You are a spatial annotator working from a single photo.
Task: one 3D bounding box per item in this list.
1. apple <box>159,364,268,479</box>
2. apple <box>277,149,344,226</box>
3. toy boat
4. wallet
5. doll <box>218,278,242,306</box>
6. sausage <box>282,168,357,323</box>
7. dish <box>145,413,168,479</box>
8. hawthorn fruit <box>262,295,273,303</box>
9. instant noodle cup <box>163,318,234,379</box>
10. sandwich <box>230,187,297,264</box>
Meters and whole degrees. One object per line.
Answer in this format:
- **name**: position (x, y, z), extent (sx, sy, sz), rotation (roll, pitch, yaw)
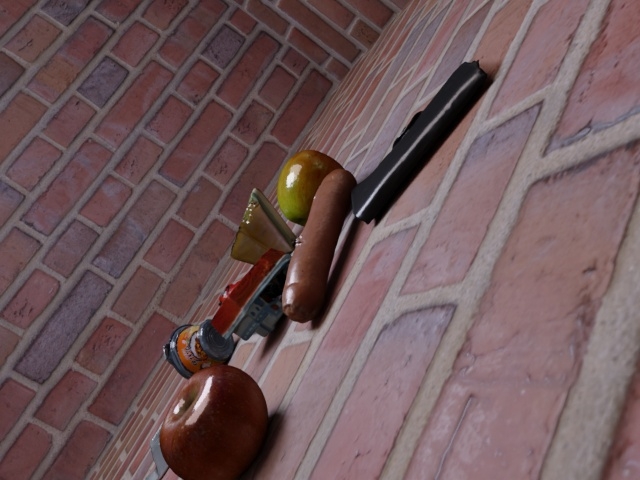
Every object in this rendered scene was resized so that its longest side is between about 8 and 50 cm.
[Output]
- **apple**: position (-0.173, 0.317, 0.976), extent (0.201, 0.162, 0.201), rotation (-41, 23, 22)
- **apple**: position (-0.021, -0.125, 1.472), extent (0.196, 0.196, 0.196), rotation (-53, 12, 16)
- **toy boat**: position (-0.129, 0.126, 1.419), extent (0.145, 0.133, 0.332), rotation (-54, 0, 33)
- **wallet**: position (0.194, -0.206, 1.171), extent (0.377, 0.051, 0.197), rotation (-50, 11, 19)
- **doll**: position (-0.282, 0.174, 1.986), extent (0.217, 0.085, 0.183), rotation (-48, 11, -10)
- **sausage**: position (0.000, 0.000, 1.226), extent (0.094, 0.094, 0.419), rotation (97, -172, -50)
- **dish**: position (-0.418, 0.544, 1.563), extent (0.234, 0.064, 0.154), rotation (-61, 13, -16)
- **hawthorn fruit**: position (-0.187, 0.165, 1.553), extent (0.128, 0.128, 0.128), rotation (-53, 12, 16)
- **instant noodle cup**: position (-0.331, 0.306, 1.659), extent (0.125, 0.178, 0.208), rotation (-31, -8, 31)
- **sandwich**: position (-0.163, -0.029, 1.795), extent (0.108, 0.186, 0.220), rotation (-86, 15, -67)
